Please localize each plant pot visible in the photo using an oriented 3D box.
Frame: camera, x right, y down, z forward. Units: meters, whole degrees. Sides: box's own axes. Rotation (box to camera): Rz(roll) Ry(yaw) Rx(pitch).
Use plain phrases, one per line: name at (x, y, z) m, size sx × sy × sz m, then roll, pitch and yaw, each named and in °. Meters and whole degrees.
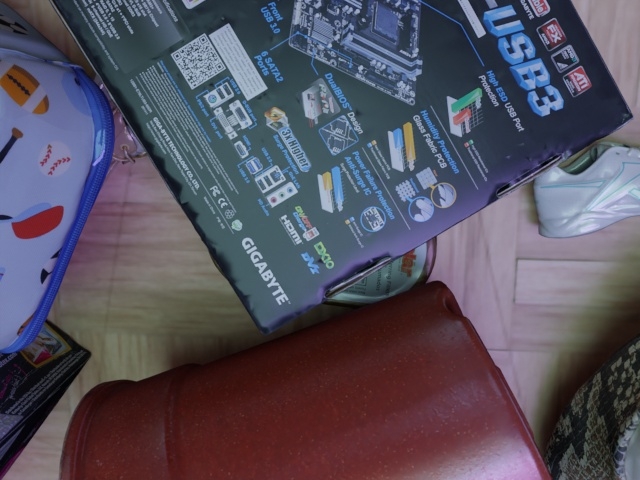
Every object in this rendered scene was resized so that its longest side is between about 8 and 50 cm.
plant pot at (0.011, 0.171, 0.469) m, size 0.265 × 0.272 × 0.272 m, roll -26°, pitch 99°, yaw 4°

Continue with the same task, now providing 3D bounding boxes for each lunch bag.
lunch bag at (-0.297, -0.066, 0.472) m, size 0.303 × 0.115 × 0.243 m, roll 37°, pitch 112°, yaw 25°

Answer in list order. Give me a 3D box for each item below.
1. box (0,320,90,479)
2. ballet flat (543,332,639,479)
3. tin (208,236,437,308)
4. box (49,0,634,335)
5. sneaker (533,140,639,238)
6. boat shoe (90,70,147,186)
box at (-0.344, 0.173, 0.548) m, size 0.142 × 0.163 × 0.247 m, roll 37°, pitch 104°, yaw -4°
ballet flat at (0.323, 0.080, 0.394) m, size 0.164 × 0.182 × 0.483 m, roll 43°, pitch 116°, yaw 1°
tin at (0.000, 0.000, 0.534) m, size 0.190 × 0.040 × 0.106 m, roll 6°, pitch 108°, yaw 5°
box at (0.010, -0.132, 0.455) m, size 0.293 × 0.073 × 0.295 m, roll -32°, pitch 96°, yaw 1°
sneaker at (0.234, -0.047, 0.485) m, size 0.152 × 0.054 × 0.061 m, roll -15°, pitch 98°, yaw 11°
boat shoe at (-0.159, -0.090, 0.517) m, size 0.059 × 0.063 × 0.170 m, roll 31°, pitch 104°, yaw 5°
